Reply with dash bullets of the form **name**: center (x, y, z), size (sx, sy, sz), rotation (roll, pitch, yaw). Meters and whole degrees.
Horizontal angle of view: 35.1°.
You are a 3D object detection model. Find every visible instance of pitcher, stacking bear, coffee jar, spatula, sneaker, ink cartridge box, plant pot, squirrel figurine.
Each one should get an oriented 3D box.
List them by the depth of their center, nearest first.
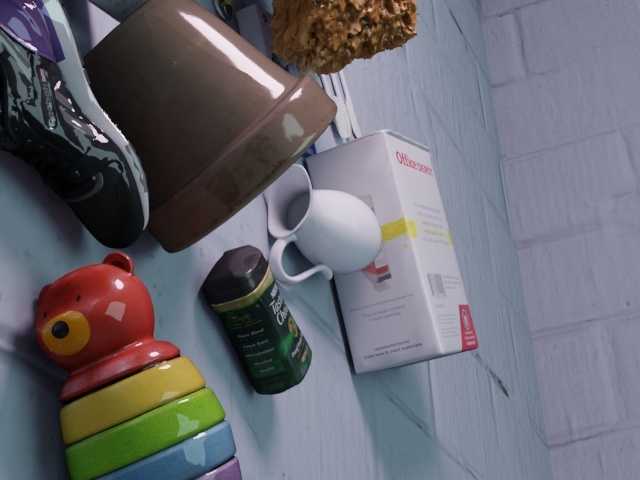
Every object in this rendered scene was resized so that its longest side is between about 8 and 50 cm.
- **stacking bear**: center (-0.175, 0.159, 0.941), size (0.164, 0.175, 0.289), rotation (-12, 79, -67)
- **sneaker**: center (-0.276, -0.103, 0.982), size (0.124, 0.107, 0.283), rotation (-43, 113, -49)
- **plant pot**: center (-0.149, -0.151, 1.145), size (0.229, 0.263, 0.263), rotation (49, 27, -13)
- **coffee jar**: center (-0.081, 0.101, 1.309), size (0.184, 0.079, 0.096), rotation (64, 23, -22)
- **squirrel figurine**: center (0.004, -0.458, 1.545), size (0.397, 0.281, 0.370), rotation (71, 16, 7)
- **sneaker**: center (-0.146, -0.380, 1.558), size (0.031, 0.035, 0.083), rotation (-3, 78, -68)
- **pitcher**: center (0.000, 0.000, 1.561), size (0.207, 0.125, 0.178), rotation (28, 69, -48)
- **ink cartridge box**: center (-0.053, -0.258, 1.688), size (0.223, 0.045, 0.224), rotation (9, 67, -67)
- **ink cartridge box**: center (0.132, 0.026, 1.786), size (0.279, 0.160, 0.385), rotation (9, 66, -67)
- **spatula**: center (0.029, -0.312, 1.975), size (0.168, 0.019, 0.242), rotation (-9, 84, -68)

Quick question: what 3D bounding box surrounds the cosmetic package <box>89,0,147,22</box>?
- **cosmetic package**: center (-0.241, -0.396, 1.018), size (0.156, 0.217, 0.385), rotation (63, 15, 17)
